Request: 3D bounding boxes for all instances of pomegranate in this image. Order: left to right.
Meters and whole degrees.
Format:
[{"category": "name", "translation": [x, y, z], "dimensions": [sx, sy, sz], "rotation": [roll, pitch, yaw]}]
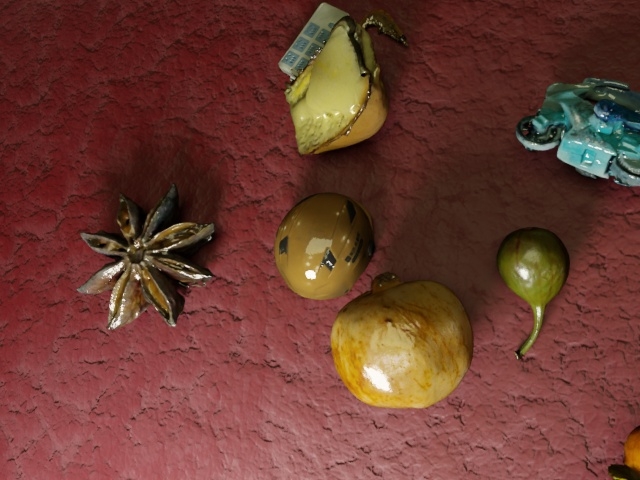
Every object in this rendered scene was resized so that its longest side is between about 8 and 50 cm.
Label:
[{"category": "pomegranate", "translation": [0.136, 0.169, 1.015], "dimensions": [0.248, 0.248, 0.248], "rotation": [-4, 76, 16]}]

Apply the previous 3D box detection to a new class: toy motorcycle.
[{"category": "toy motorcycle", "translation": [0.496, -0.197, 1.041], "dimensions": [0.260, 0.154, 0.206], "rotation": [27, 63, 25]}]

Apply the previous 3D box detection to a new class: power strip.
[{"category": "power strip", "translation": [-0.010, -0.430, 1.298], "dimensions": [0.081, 0.035, 0.192], "rotation": [35, 89, 23]}]

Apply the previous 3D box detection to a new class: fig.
[{"category": "fig", "translation": [0.366, 0.095, 1.030], "dimensions": [0.124, 0.124, 0.236], "rotation": [1, 93, 17]}]

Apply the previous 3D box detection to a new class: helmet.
[{"category": "helmet", "translation": [0.000, 0.000, 1.145], "dimensions": [0.198, 0.130, 0.224], "rotation": [18, 82, 17]}]

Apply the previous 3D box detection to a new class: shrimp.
[{"category": "shrimp", "translation": [0.131, -0.437, 1.261], "dimensions": [0.091, 0.025, 0.127], "rotation": [-47, 65, 2]}]

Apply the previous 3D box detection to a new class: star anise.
[{"category": "star anise", "translation": [-0.363, 0.036, 1.256], "dimensions": [0.331, 0.117, 0.332], "rotation": [-2, 74, 8]}]

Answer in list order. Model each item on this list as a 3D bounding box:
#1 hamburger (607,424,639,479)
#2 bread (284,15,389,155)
[{"category": "hamburger", "translation": [0.520, 0.423, 0.791], "dimensions": [0.330, 0.330, 0.250], "rotation": [31, 89, 21]}, {"category": "bread", "translation": [0.047, -0.283, 1.181], "dimensions": [0.262, 0.162, 0.204], "rotation": [-29, 66, 54]}]
